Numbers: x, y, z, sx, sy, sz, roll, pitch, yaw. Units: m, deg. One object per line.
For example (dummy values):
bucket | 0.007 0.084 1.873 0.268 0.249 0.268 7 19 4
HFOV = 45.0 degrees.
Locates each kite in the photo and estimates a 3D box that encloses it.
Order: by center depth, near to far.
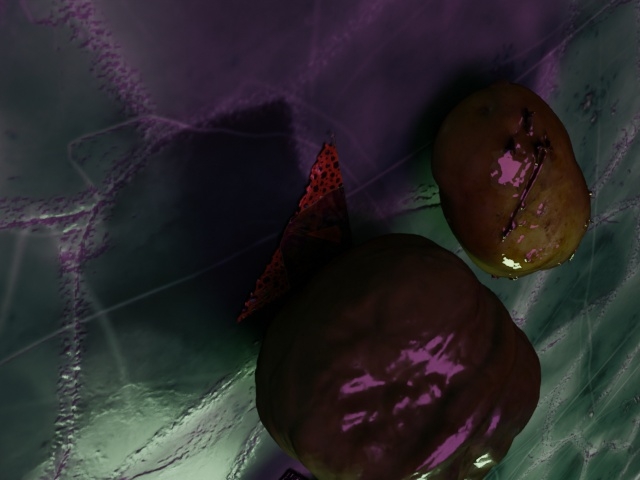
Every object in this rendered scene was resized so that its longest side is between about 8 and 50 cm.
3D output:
kite | -0.001 -0.001 0.823 0.125 0.008 0.222 14 108 -48

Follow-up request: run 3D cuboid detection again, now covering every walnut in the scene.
walnut | 0.081 0.146 0.816 0.277 0.282 0.253 -42 180 -5

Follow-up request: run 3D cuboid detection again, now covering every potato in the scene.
potato | 0.224 -0.049 0.897 0.173 0.140 0.300 -52 140 -11

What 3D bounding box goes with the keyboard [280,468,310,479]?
keyboard | -0.088 0.388 1.026 0.195 0.018 0.060 -48 138 -5
